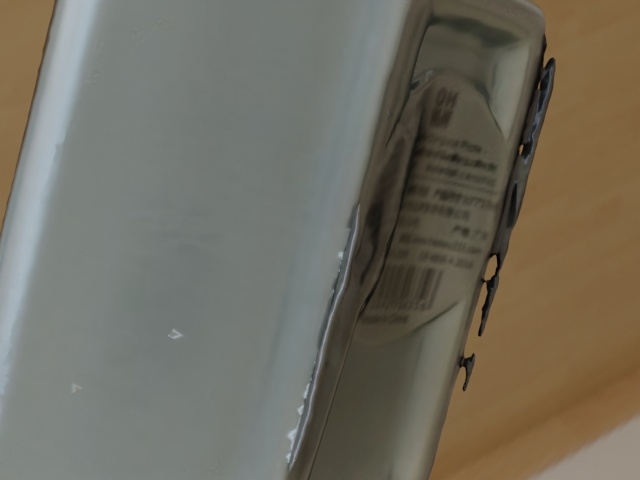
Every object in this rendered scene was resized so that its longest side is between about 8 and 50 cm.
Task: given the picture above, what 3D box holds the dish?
[{"bbox_3d":[0.000,0.000,0.429,0.182,0.080,0.243,4,101,-57],"label":"dish"}]
